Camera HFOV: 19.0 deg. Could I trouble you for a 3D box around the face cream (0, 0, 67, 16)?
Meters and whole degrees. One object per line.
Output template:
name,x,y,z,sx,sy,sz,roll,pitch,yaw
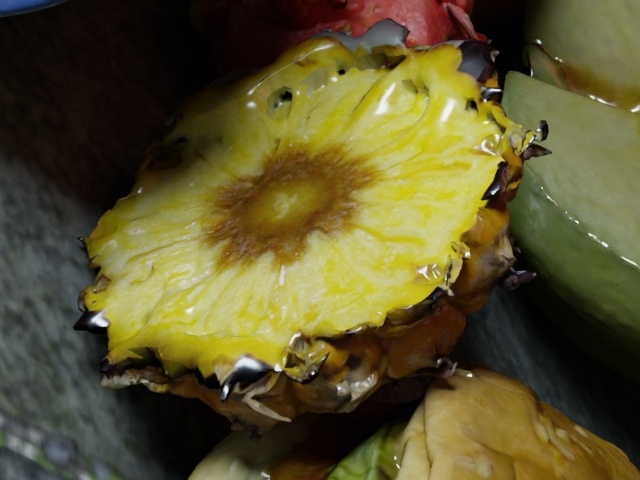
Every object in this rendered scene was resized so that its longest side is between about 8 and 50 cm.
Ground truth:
face cream,-0.107,-0.236,0.766,0.249,0.249,0.225,56,29,-9

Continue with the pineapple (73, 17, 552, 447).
pineapple,0.000,0.000,0.791,0.225,0.225,0.076,-84,151,-43

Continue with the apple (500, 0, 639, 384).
apple,0.233,-0.049,1.100,0.233,0.258,0.295,72,31,-72

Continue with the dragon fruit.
dragon fruit,0.021,-0.079,0.930,0.150,0.133,0.207,-24,83,-18

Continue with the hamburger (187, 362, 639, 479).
hamburger,0.031,0.180,0.721,0.209,0.162,0.330,29,47,-43

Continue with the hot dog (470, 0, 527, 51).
hot dog,0.129,-0.187,1.194,0.213,0.103,0.146,-28,110,-56
